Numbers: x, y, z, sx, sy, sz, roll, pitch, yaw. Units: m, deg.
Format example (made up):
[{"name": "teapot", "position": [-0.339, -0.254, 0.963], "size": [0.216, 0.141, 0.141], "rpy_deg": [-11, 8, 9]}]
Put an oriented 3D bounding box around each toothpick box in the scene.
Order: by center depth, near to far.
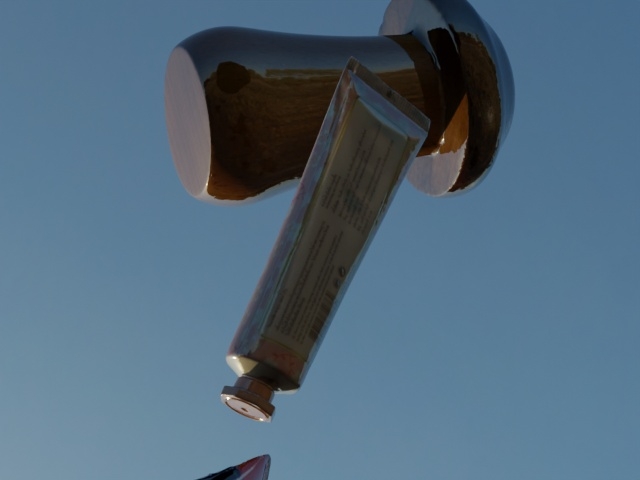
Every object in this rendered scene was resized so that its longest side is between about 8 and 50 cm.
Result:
[{"name": "toothpick box", "position": [0.022, -0.120, 1.294], "size": [0.294, 0.192, 0.192], "rpy_deg": [-8, -50, -20]}]

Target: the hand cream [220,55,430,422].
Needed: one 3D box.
[{"name": "hand cream", "position": [0.000, 0.000, 0.820], "size": [0.067, 0.209, 0.043], "rpy_deg": [36, -24, -24]}]

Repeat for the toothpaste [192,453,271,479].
[{"name": "toothpaste", "position": [-0.064, 0.121, 0.562], "size": [0.193, 0.045, 0.071], "rpy_deg": [10, -91, -66]}]
